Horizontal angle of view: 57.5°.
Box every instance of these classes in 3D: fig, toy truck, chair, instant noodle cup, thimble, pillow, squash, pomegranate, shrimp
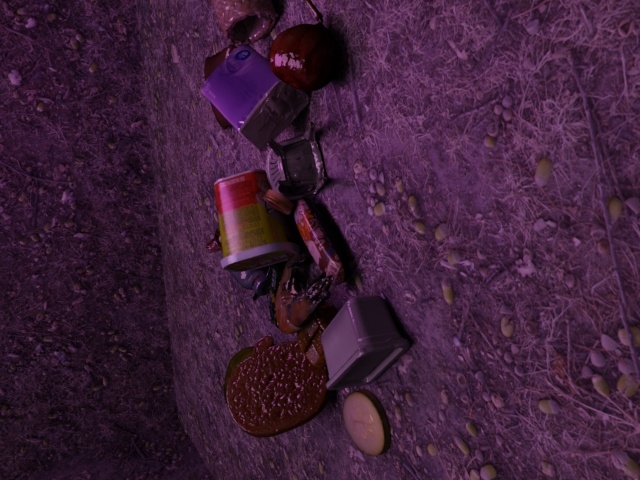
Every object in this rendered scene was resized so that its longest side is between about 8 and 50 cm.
[{"bbox_3d":[-0.025,-0.557,1.685,0.203,0.186,0.250,24,79,33],"label":"fig"},{"bbox_3d":[-0.141,0.208,2.224,0.121,0.088,0.259,40,132,45],"label":"toy truck"},{"bbox_3d":[-0.090,-0.244,1.875,0.275,0.190,0.204,97,160,-87],"label":"chair"},{"bbox_3d":[-0.240,-0.071,2.066,0.294,0.293,0.308,-32,69,59],"label":"instant noodle cup"},{"bbox_3d":[-0.256,-0.761,1.946,0.229,0.195,0.148,-29,77,58],"label":"thimble"},{"bbox_3d":[-0.370,-0.592,2.302,0.307,0.108,0.306,14,118,60],"label":"pillow"},{"bbox_3d":[0.154,0.596,1.912,0.219,0.041,0.220,21,117,51],"label":"squash"},{"bbox_3d":[-0.430,-0.006,2.576,0.138,0.163,0.126,101,166,-72],"label":"pomegranate"},{"bbox_3d":[-0.060,0.157,1.943,0.445,0.085,0.272,140,132,-59],"label":"shrimp"}]

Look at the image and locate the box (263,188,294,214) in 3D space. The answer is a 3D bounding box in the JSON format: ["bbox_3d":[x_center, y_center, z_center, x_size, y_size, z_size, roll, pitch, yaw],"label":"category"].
[{"bbox_3d":[-0.137,-0.127,1.921,0.105,0.105,0.037,22,78,56],"label":"box"}]

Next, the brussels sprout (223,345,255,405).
[{"bbox_3d":[-0.213,0.587,2.303,0.354,0.281,0.290,17,85,36],"label":"brussels sprout"}]

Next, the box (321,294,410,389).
[{"bbox_3d":[0.114,0.303,1.746,0.312,0.175,0.183,121,138,-51],"label":"box"}]

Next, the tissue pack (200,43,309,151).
[{"bbox_3d":[-0.224,-0.482,1.937,0.242,0.160,0.338,-47,48,5],"label":"tissue pack"}]

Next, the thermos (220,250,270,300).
[{"bbox_3d":[-0.280,0.108,2.387,0.286,0.144,0.182,40,100,45],"label":"thermos"}]

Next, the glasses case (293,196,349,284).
[{"bbox_3d":[0.000,0.000,1.894,0.321,0.082,0.122,59,156,25],"label":"glasses case"}]

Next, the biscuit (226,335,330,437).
[{"bbox_3d":[-0.157,0.520,2.127,0.070,0.393,0.351,48,-155,-70],"label":"biscuit"}]

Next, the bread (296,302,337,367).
[{"bbox_3d":[0.004,0.325,2.009,0.182,0.095,0.222,60,145,24],"label":"bread"}]
